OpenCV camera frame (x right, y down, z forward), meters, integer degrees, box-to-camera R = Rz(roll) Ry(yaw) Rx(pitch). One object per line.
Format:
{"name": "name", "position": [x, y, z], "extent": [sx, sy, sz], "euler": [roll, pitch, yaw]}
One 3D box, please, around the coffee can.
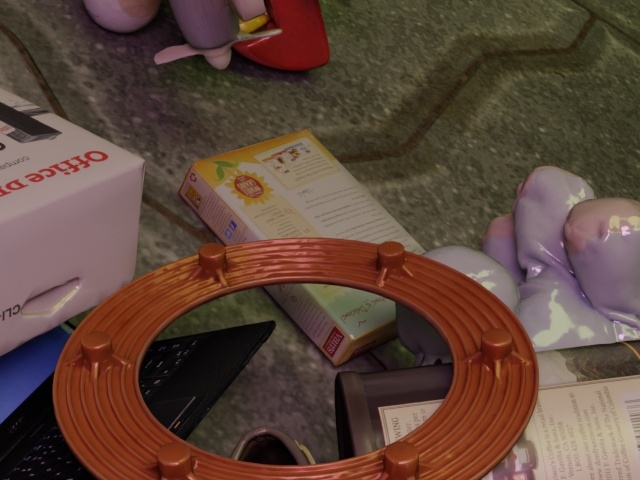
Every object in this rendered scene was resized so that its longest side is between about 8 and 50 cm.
{"name": "coffee can", "position": [0.159, 0.180, 0.921], "extent": [0.275, 0.202, 0.202], "euler": [-6, 45, -4]}

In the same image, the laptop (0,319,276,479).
{"name": "laptop", "position": [-0.209, 0.087, 0.907], "extent": [0.234, 0.264, 0.137], "euler": [-51, 122, -52]}

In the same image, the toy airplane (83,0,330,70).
{"name": "toy airplane", "position": [-0.153, -0.336, 1.320], "extent": [0.384, 0.272, 0.386], "euler": [51, 6, 5]}

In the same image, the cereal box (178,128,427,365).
{"name": "cereal box", "position": [0.000, 0.000, 1.227], "extent": [0.173, 0.047, 0.240], "euler": [-20, 61, -46]}

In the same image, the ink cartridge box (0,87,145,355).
{"name": "ink cartridge box", "position": [-0.296, -0.035, 0.946], "extent": [0.272, 0.114, 0.197], "euler": [27, 33, 25]}

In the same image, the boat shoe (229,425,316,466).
{"name": "boat shoe", "position": [-0.032, 0.257, 0.844], "extent": [0.109, 0.091, 0.305], "euler": [-16, 36, 11]}

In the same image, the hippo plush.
{"name": "hippo plush", "position": [0.166, 0.094, 1.155], "extent": [0.236, 0.234, 0.294], "euler": [-15, 98, -23]}

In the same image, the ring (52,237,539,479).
{"name": "ring", "position": [-0.017, 0.078, 0.875], "extent": [0.336, 0.032, 0.337], "euler": [-1, 31, 0]}
